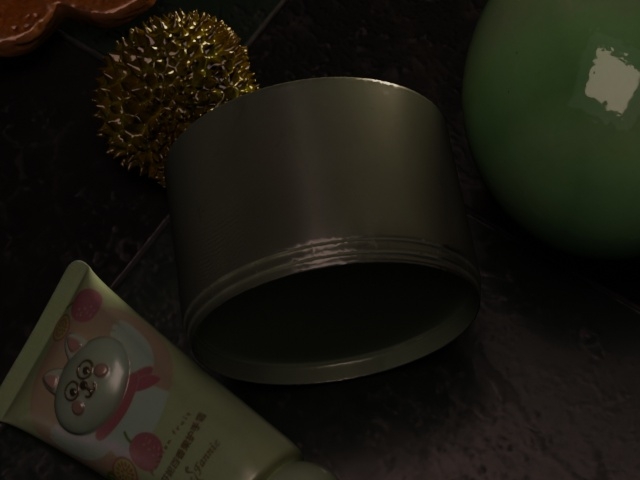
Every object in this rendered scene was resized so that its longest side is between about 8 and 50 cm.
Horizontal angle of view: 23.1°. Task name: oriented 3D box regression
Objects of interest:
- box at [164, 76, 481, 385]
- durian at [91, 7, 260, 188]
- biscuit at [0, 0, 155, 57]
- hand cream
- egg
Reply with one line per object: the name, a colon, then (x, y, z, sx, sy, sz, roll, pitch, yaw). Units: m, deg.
box: (0.000, 0.000, 1.190, 0.226, 0.226, 0.149, -10, 64, 2)
durian: (-0.121, -0.111, 1.331, 0.146, 0.102, 0.208, -12, 67, -6)
biscuit: (-0.253, -0.317, 1.472, 0.205, 0.049, 0.324, -15, 64, -2)
hand cream: (-0.116, 0.148, 1.214, 0.305, 0.093, 0.147, 31, 94, 25)
egg: (0.221, -0.113, 1.221, 0.220, 0.220, 0.270, -3, 53, 5)
